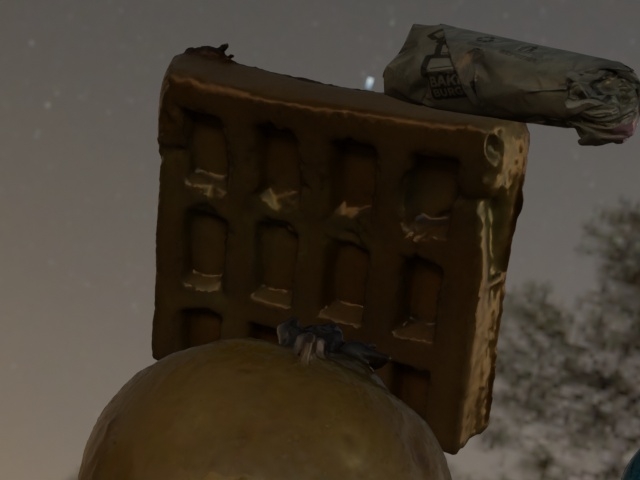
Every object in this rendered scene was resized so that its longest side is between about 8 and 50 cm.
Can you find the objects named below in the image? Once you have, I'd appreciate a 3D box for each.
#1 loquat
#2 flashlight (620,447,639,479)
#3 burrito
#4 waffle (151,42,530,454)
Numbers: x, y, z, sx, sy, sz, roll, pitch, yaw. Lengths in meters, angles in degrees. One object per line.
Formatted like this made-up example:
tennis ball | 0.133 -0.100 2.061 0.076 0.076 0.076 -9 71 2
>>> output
loquat | -0.029 0.157 0.900 0.243 0.244 0.244 16 -16 5
flashlight | 0.282 0.226 1.336 0.051 0.129 0.051 24 -27 13
burrito | 0.127 -0.107 1.026 0.203 0.064 0.064 19 -12 36
waffle | 0.001 0.000 1.337 0.348 0.304 0.077 13 23 24
